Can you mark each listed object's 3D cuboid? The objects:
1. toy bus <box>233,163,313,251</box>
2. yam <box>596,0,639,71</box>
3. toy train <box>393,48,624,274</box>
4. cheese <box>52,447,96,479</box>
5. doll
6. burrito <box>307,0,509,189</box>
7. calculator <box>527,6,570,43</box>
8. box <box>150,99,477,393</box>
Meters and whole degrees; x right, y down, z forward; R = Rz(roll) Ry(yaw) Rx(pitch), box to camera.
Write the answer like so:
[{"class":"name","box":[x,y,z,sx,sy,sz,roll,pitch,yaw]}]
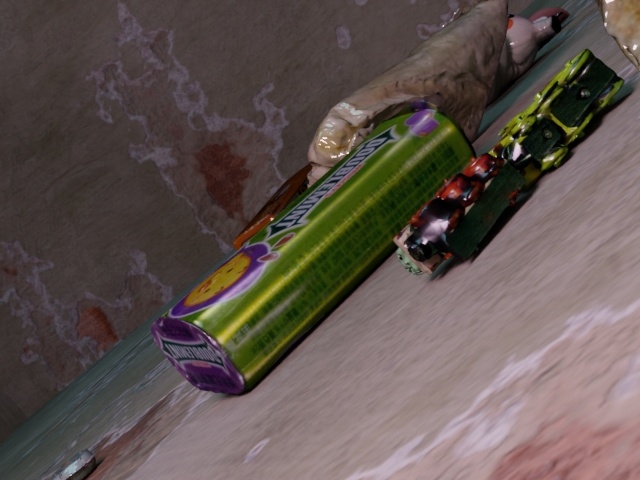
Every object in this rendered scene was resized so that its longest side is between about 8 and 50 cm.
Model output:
[{"class":"toy bus","box":[-0.038,-0.037,1.866,0.093,0.092,0.409,-37,7,16]},{"class":"yam","box":[0.224,-0.163,0.619,0.168,0.168,0.304,-39,7,21]},{"class":"toy train","box":[0.143,-0.058,0.913,0.250,0.053,0.085,-44,-2,-30]},{"class":"cheese","box":[-0.292,0.271,1.419,0.067,0.026,0.121,-41,4,-16]},{"class":"doll","box":[0.242,-0.257,1.698,0.192,0.095,0.149,-41,11,-32]},{"class":"burrito","box":[0.104,-0.138,1.393,0.348,0.107,0.175,-46,-29,-30]},{"class":"calculator","box":[0.246,-0.254,1.925,0.330,0.048,0.220,-44,7,-9]},{"class":"box","box":[-0.001,0.001,1.157,0.345,0.097,0.134,-42,16,-26]}]
